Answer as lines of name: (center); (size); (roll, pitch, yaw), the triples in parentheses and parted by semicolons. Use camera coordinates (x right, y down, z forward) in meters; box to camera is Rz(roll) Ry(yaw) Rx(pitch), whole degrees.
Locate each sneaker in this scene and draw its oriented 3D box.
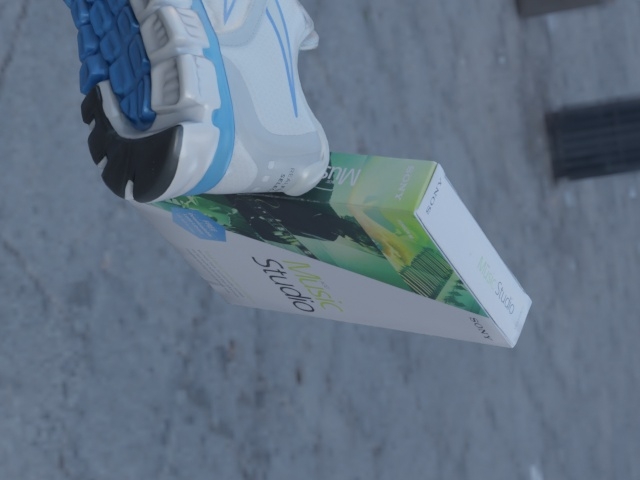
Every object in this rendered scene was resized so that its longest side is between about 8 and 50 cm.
sneaker: (-0.045, -0.089, 0.543); (0.083, 0.071, 0.190); (9, 54, -37)

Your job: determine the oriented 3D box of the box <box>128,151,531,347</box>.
box: (0.000, 0.000, 1.384); (0.232, 0.322, 0.058); (50, 54, -48)
